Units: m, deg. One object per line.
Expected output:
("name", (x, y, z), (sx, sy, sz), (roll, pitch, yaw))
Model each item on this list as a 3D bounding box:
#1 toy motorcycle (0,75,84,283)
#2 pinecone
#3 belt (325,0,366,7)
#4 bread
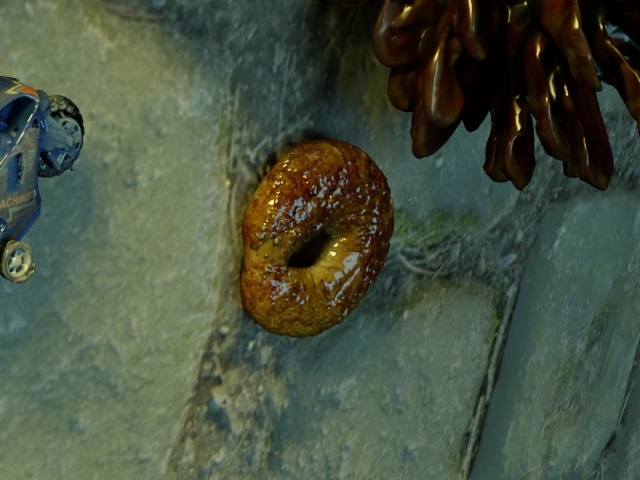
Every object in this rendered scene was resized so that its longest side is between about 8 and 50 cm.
("toy motorcycle", (-0.222, -0.032, 0.856), (0.205, 0.076, 0.114), (-55, 143, -29))
("pinecone", (0.222, -0.226, 1.150), (0.398, 0.398, 0.397), (-32, 131, -45))
("belt", (0.027, -0.228, 1.157), (0.083, 0.036, 0.059), (-43, 140, -36))
("bread", (0.000, 0.000, 1.215), (0.193, 0.064, 0.193), (-29, 130, -42))
